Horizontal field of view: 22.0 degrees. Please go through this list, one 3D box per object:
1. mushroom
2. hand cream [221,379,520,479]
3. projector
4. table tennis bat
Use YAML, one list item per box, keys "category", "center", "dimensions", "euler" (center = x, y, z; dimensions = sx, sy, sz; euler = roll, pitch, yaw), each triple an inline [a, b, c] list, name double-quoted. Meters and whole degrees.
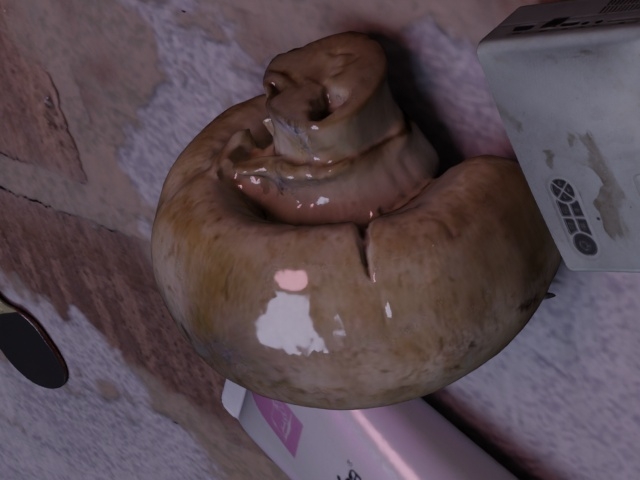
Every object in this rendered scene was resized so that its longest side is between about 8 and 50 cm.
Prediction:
- category: "mushroom"
  center: [0.000, 0.000, 0.984]
  dimensions: [0.254, 0.189, 0.195]
  euler: [16, 138, 32]
- category: "hand cream"
  center: [0.061, 0.178, 1.181]
  dimensions: [0.359, 0.118, 0.185]
  euler: [39, 145, 21]
- category: "projector"
  center: [0.164, -0.057, 0.862]
  dimensions: [0.115, 0.061, 0.147]
  euler: [2, 127, 47]
- category: "table tennis bat"
  center: [-0.288, 0.077, 1.523]
  dimensions: [0.087, 0.013, 0.156]
  euler: [-4, 123, 49]
